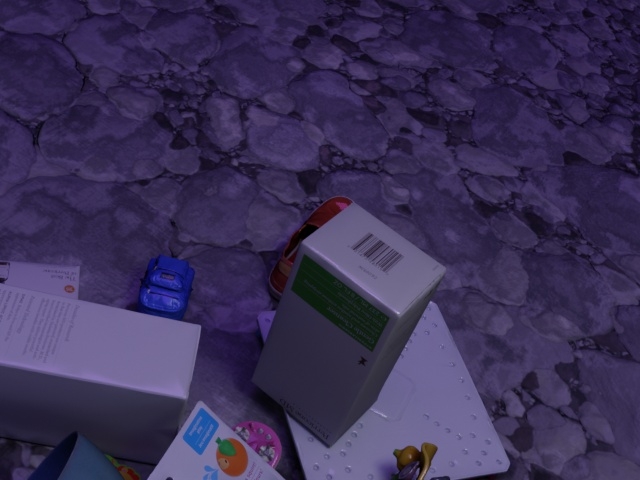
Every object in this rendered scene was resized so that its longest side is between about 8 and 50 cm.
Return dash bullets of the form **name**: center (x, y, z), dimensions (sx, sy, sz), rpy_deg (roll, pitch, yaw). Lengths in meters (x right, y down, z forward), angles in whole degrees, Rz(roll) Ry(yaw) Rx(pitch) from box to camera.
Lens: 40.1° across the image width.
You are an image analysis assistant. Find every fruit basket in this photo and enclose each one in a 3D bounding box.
- **fruit basket**: center (-0.105, 0.439, 1.174), dimensions (0.353, 0.165, 0.327), rpy_deg (51, 40, -16)

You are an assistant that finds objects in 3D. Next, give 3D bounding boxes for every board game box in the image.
- **board game box**: center (0.106, 0.288, 1.628), dimensions (0.390, 0.050, 0.390), rpy_deg (-2, 49, -23)

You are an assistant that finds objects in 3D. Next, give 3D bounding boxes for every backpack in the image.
- **backpack**: center (-0.292, 0.094, 1.625), dimensions (0.098, 0.101, 0.120), rpy_deg (11, 48, -2)

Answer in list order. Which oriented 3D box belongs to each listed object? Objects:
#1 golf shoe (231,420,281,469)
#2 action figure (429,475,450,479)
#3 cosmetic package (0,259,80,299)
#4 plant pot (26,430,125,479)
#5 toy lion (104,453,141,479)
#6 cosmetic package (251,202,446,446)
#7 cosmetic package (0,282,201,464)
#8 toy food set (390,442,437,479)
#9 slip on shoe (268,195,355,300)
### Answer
- **golf shoe**: center (-0.177, 0.418, 1.356), dimensions (0.306, 0.140, 0.115), rpy_deg (-39, 67, -18)
- **action figure**: center (0.229, 0.502, 1.242), dimensions (0.330, 0.178, 0.341), rpy_deg (-15, 70, -40)
- **cosmetic package**: center (-0.553, 0.088, 1.554), dimensions (0.239, 0.060, 0.098), rpy_deg (5, 47, -17)
- **plant pot**: center (-0.339, 0.434, 1.178), dimensions (0.195, 0.290, 0.290), rpy_deg (40, 43, -12)
- **toy lion**: center (-0.333, 0.380, 1.384), dimensions (0.096, 0.034, 0.100), rpy_deg (-8, 51, -36)
- **cosmetic package**: center (0.037, 0.144, 1.439), dimensions (0.197, 0.365, 0.155), rpy_deg (35, 44, 17)
- **cosmetic package**: center (-0.399, 0.212, 1.387), dimensions (0.385, 0.217, 0.156), rpy_deg (13, 45, -11)
- **toy food set**: center (0.112, 0.414, 1.411), dimensions (0.071, 0.128, 0.218), rpy_deg (27, 67, 12)
- **slip on shoe**: center (0.000, 0.000, 1.829), dimensions (0.123, 0.101, 0.331), rpy_deg (29, 43, 10)
